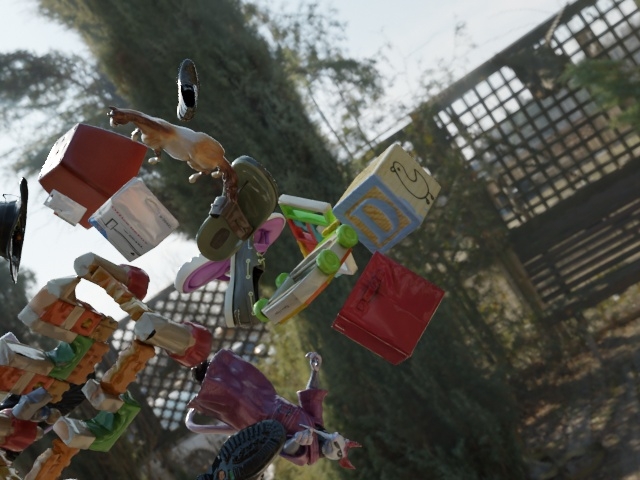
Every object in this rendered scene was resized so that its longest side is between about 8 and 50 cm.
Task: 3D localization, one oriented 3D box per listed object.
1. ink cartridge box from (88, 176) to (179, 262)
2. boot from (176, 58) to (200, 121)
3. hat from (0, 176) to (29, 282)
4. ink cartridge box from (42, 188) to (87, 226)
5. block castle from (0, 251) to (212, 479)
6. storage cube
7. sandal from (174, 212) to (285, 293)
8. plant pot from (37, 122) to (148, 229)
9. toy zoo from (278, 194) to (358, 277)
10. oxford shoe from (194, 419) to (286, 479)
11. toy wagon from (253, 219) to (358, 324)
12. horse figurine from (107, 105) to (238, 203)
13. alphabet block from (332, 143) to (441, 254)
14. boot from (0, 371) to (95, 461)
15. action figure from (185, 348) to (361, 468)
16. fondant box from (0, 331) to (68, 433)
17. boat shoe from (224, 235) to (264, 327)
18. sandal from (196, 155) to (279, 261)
[{"bbox_3d":[-0.435,-0.043,1.591,0.086,0.148,0.203,-49,14,-30],"label":"ink cartridge box"},{"bbox_3d":[-0.437,-0.516,2.305,0.082,0.219,0.106,1,-7,-20],"label":"boot"},{"bbox_3d":[-0.917,-0.038,1.958,0.133,0.331,0.331,8,-19,-20],"label":"hat"},{"bbox_3d":[-0.780,-0.098,2.093,0.029,0.115,0.063,-31,29,59],"label":"ink cartridge box"},{"bbox_3d":[-0.447,0.276,1.314,0.453,0.303,0.213,-53,-32,-3],"label":"block castle"},{"bbox_3d":[0.159,0.169,1.661,0.184,0.193,0.215,-58,-4,-17],"label":"storage cube"},{"bbox_3d":[-0.250,0.060,2.067,0.416,0.102,0.169,-33,-25,-31],"label":"sandal"},{"bbox_3d":[-0.784,-0.236,2.320,0.267,0.235,0.267,-23,44,41],"label":"plant pot"},{"bbox_3d":[0.000,0.000,2.011,0.192,0.293,0.030,15,50,41],"label":"toy zoo"},{"bbox_3d":[-0.132,0.392,1.184,0.227,0.083,0.096,-45,-36,12],"label":"oxford shoe"},{"bbox_3d":[-0.016,0.063,1.647,0.267,0.068,0.344,-39,8,38],"label":"toy wagon"},{"bbox_3d":[-0.252,-0.162,1.241,0.066,0.263,0.174,-67,10,-19],"label":"horse figurine"},{"bbox_3d":[0.181,-0.111,1.873,0.193,0.192,0.197,-38,11,40],"label":"alphabet block"},{"bbox_3d":[-0.695,0.412,1.567,0.260,0.131,0.348,-37,4,41],"label":"boot"},{"bbox_3d":[-0.098,0.371,1.376,0.276,0.370,0.248,-64,-9,26],"label":"action figure"},{"bbox_3d":[-1.000,0.498,2.200,0.238,0.330,0.096,-35,9,5],"label":"fondant box"},{"bbox_3d":[-0.192,0.085,1.824,0.091,0.305,0.109,0,-26,5],"label":"boat shoe"},{"bbox_3d":[-0.179,-0.044,1.406,0.303,0.120,0.086,-56,-2,40],"label":"sandal"}]
